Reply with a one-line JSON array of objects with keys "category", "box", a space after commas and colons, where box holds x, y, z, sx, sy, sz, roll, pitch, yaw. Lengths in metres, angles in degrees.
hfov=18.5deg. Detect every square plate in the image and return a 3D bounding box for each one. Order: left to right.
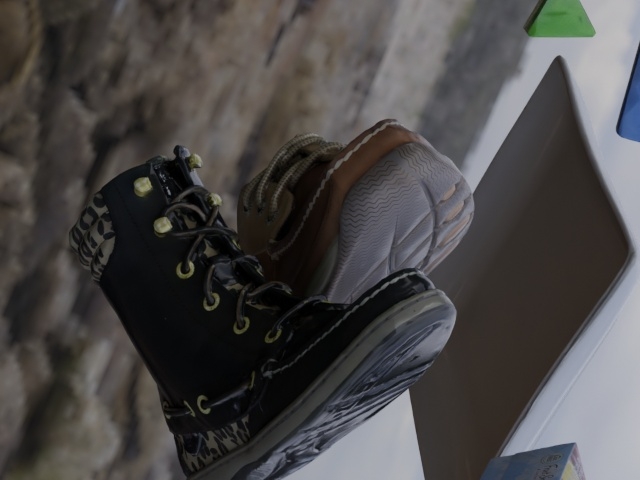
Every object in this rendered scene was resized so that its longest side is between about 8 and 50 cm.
[{"category": "square plate", "box": [0.180, 0.054, 1.779, 0.347, 0.049, 0.344, -97, -150, -56]}]

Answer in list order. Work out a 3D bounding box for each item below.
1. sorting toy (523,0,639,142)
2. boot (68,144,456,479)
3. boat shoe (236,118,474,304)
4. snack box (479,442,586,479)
[{"category": "sorting toy", "box": [0.239, -0.212, 1.061, 0.348, 0.196, 0.047, -61, -176, 10]}, {"category": "boot", "box": [-0.042, 0.025, 0.994, 0.085, 0.179, 0.236, -21, 166, -35]}, {"category": "boat shoe", "box": [0.000, 0.000, 1.137, 0.123, 0.116, 0.324, -37, 169, -17]}, {"category": "snack box", "box": [0.150, 0.253, 1.254, 0.174, 0.070, 0.207, -38, 115, -73]}]
